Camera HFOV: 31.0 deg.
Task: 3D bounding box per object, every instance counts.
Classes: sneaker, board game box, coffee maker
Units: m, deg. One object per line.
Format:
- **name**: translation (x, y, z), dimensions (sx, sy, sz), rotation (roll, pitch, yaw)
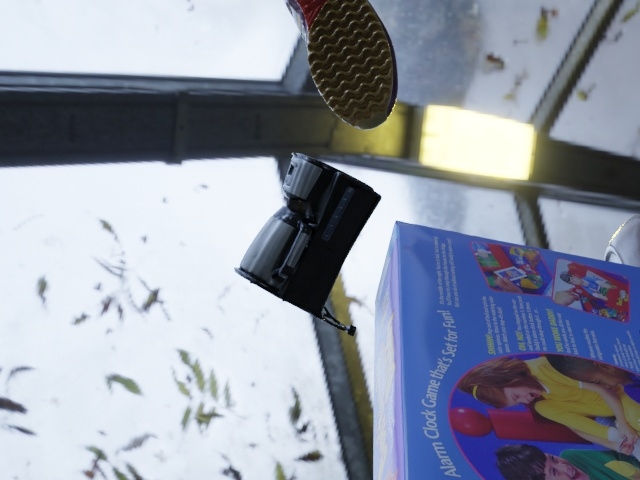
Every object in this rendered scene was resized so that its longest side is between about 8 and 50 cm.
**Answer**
- **sneaker**: translation (0.014, -0.170, 0.907), dimensions (0.084, 0.069, 0.185), rotation (15, -128, -77)
- **board game box**: translation (0.154, 0.116, 0.740), dimensions (0.347, 0.233, 0.078), rotation (-83, 5, -63)
- **coffee maker**: translation (0.000, 0.000, 1.468), dimensions (0.171, 0.120, 0.178), rotation (30, -91, -38)

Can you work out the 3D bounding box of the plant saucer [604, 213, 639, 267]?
- **plant saucer**: translation (0.438, 0.121, 1.575), dimensions (0.310, 0.050, 0.311), rotation (-10, -90, -87)
